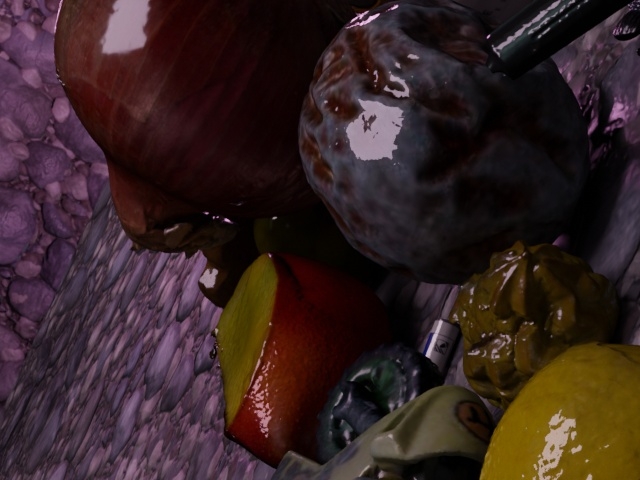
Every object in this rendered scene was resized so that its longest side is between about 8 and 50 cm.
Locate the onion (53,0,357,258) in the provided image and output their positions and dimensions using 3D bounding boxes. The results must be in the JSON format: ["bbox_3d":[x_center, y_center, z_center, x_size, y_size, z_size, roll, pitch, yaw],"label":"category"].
[{"bbox_3d":[-0.096,-0.177,1.949,0.353,0.354,0.353,-55,19,29],"label":"onion"}]

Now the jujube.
[{"bbox_3d":[0.103,-0.081,1.708,0.308,0.246,0.215,-77,6,-70],"label":"jujube"}]

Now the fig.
[{"bbox_3d":[-0.010,-0.008,2.110,0.186,0.142,0.148,-37,29,55],"label":"fig"}]

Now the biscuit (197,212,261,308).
[{"bbox_3d":[-0.031,-0.053,2.189,0.301,0.043,0.278,-51,-30,-13],"label":"biscuit"}]

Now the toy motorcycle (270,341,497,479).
[{"bbox_3d":[0.029,0.268,1.526,0.237,0.169,0.410,-12,56,61],"label":"toy motorcycle"}]

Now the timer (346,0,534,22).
[{"bbox_3d":[0.151,-0.311,2.064,0.233,0.240,0.233,-5,84,50],"label":"timer"}]

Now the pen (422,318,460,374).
[{"bbox_3d":[0.079,0.165,1.788,0.204,0.025,0.025,-68,17,-12],"label":"pen"}]

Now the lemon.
[{"bbox_3d":[0.183,0.158,1.225,0.180,0.181,0.193,-93,24,-59],"label":"lemon"}]

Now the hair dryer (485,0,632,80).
[{"bbox_3d":[0.248,-0.244,1.589,0.302,0.116,0.244,-34,22,11],"label":"hair dryer"}]

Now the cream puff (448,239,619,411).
[{"bbox_3d":[0.155,0.064,1.541,0.146,0.116,0.146,-45,26,28],"label":"cream puff"}]

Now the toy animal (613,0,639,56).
[{"bbox_3d":[0.283,-0.198,1.637,0.220,0.062,0.108,0,62,57],"label":"toy animal"}]

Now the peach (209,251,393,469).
[{"bbox_3d":[-0.007,0.110,1.891,0.267,0.159,0.154,-102,30,-67],"label":"peach"}]
